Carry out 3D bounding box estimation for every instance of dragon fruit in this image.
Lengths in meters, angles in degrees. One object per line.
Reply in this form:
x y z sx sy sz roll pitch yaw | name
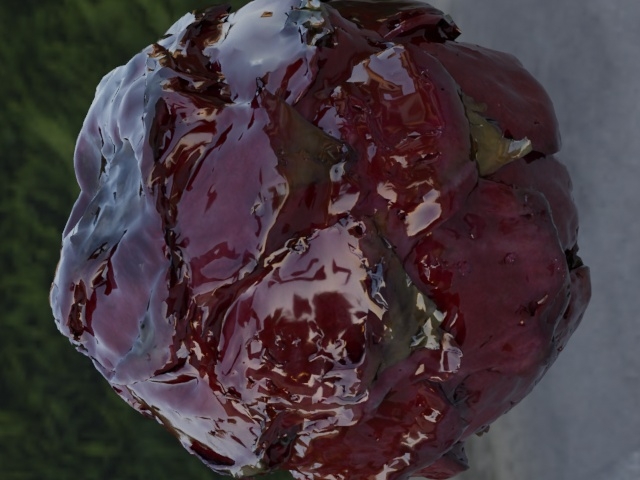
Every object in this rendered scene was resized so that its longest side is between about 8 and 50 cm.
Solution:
0.000 -0.003 0.875 0.329 0.329 0.329 -177 90 -79 | dragon fruit
